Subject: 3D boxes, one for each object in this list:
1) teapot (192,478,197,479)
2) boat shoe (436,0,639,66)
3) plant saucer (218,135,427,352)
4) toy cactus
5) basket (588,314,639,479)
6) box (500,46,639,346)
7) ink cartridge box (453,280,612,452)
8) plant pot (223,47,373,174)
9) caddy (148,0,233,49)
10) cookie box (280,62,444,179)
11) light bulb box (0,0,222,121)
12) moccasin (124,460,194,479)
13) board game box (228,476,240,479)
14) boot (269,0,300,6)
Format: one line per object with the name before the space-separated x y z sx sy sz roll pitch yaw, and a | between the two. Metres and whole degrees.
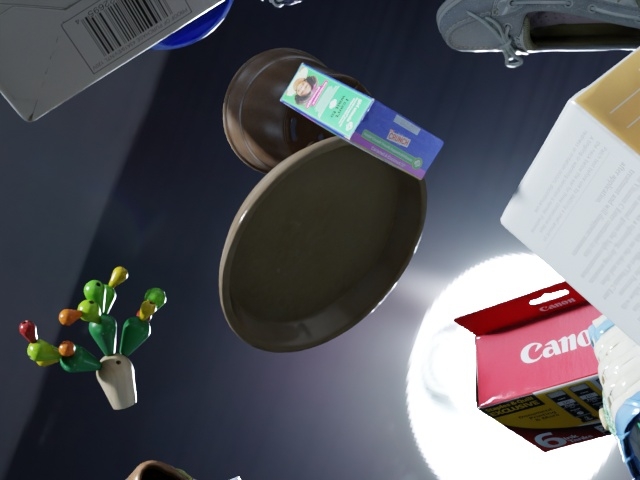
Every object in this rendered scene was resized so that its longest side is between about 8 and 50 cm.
teapot | -0.223 0.520 1.992 0.256 0.252 0.187 -26 -138 -33
boat shoe | 0.309 -0.287 1.620 0.321 0.103 0.118 -2 154 15
plant saucer | 0.000 0.000 1.362 0.278 0.278 0.041 21 -165 -49
toy cactus | -0.300 0.142 1.679 0.112 0.180 0.219 -4 -164 40
basket | 0.391 0.188 1.169 0.254 0.201 0.289 51 -174 -37
box | 0.355 0.000 0.969 0.345 0.215 0.168 43 147 15
ink cartridge box | 0.387 0.175 1.791 0.309 0.130 0.272 -23 140 32
plant pot | -0.016 -0.152 1.530 0.167 0.167 0.165 20 -178 -25
caddy | -0.227 -0.455 1.852 0.241 0.341 0.179 18 -153 -19
cookie box | 0.034 -0.099 1.022 0.092 0.040 0.107 26 -175 -40
light bulb box | -0.303 -0.396 1.423 0.361 0.358 0.225 55 175 36
moccasin | -0.089 0.397 1.292 0.139 0.380 0.147 -21 159 -28
board game box | -0.199 0.366 1.533 0.212 0.039 0.160 -22 -177 3
boot | -0.080 -0.373 1.798 0.086 0.190 0.069 60 176 -2
